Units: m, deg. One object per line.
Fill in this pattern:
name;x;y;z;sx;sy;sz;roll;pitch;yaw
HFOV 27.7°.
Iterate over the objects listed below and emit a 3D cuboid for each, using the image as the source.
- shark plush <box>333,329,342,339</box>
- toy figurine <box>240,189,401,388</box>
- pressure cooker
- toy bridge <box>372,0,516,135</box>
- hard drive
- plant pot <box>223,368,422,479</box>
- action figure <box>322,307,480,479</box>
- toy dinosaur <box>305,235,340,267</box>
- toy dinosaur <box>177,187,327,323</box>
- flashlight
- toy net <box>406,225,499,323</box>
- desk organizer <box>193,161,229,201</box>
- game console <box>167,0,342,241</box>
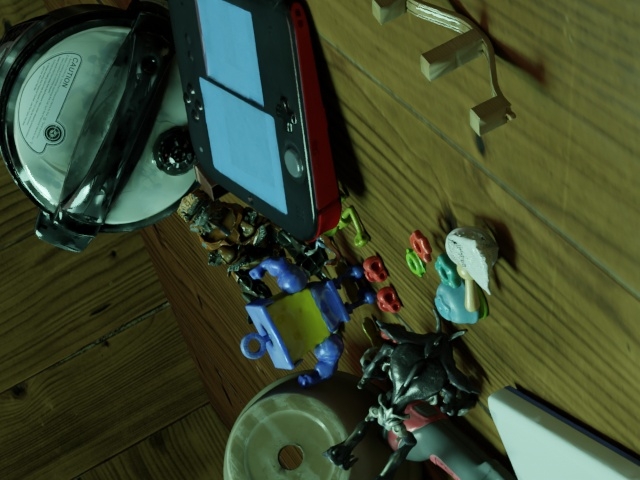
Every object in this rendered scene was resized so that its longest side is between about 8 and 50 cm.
shark plush;-0.001;0.120;2.250;0.161;0.073;0.067;-103;17;-51
toy figurine;-0.026;0.087;1.866;0.363;0.217;0.191;64;166;-12
pressure cooker;-0.353;-0.209;2.142;0.420;0.375;0.370;-142;33;-68
toy bridge;0.120;-0.167;1.163;0.188;0.063;0.026;54;165;34
hard drive;0.310;0.298;1.439;0.210;0.040;0.318;66;165;-19
plant pot;-0.017;0.340;1.984;0.323;0.323;0.280;57;-179;19
action figure;0.113;0.203;1.711;0.164;0.276;0.141;34;-160;9
toy dinosaur;0.000;0.000;1.980;0.082;0.047;0.090;38;149;15
toy dinosaur;-0.100;0.009;2.116;0.218;0.322;0.164;42;115;35
flashlight;0.185;0.314;1.803;0.103;0.103;0.304;39;-178;-38
toy net;0.157;0.022;1.454;0.122;0.045;0.232;60;165;12
desk organizer;-0.127;-0.119;2.010;0.050;0.130;0.047;52;164;24
game console;-0.103;-0.199;1.774;0.386;0.060;0.342;33;142;52
